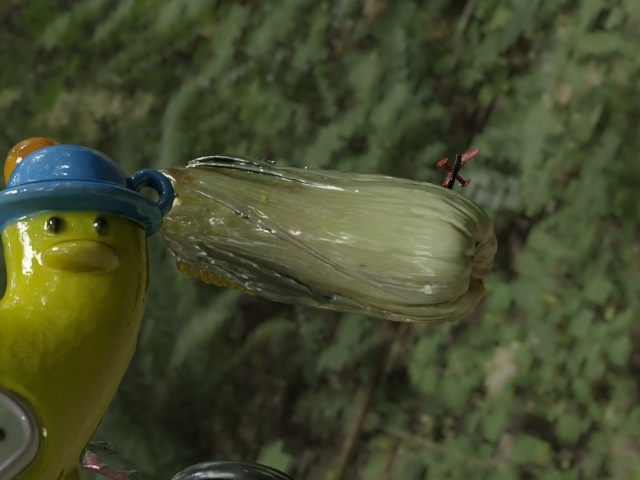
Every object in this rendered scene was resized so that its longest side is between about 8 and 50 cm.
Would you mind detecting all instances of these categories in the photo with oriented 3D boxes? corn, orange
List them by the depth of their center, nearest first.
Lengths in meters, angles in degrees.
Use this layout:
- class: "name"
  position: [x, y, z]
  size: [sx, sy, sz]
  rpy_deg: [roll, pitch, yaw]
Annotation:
- class: "corn"
  position: [-0.001, -0.003, 1.633]
  size: [0.122, 0.305, 0.123]
  rpy_deg: [0, -83, -70]
- class: "orange"
  position: [-0.294, -0.068, 1.989]
  size: [0.083, 0.083, 0.083]
  rpy_deg: [-159, 90, -79]

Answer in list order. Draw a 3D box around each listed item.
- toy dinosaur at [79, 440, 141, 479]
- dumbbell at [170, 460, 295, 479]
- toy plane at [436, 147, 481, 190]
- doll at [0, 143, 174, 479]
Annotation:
- class: "toy dinosaur"
  position: [-0.270, 0.233, 1.882]
  size: [0.242, 0.167, 0.053]
  rpy_deg: [-53, -18, -73]
- class: "dumbbell"
  position: [-0.100, 0.356, 2.028]
  size: [0.192, 0.192, 0.290]
  rpy_deg: [-58, 9, 44]
- class: "toy plane"
  position: [0.121, -0.042, 1.962]
  size: [0.145, 0.037, 0.060]
  rpy_deg: [-56, 16, -28]
- class: "doll"
  position: [-0.205, 0.090, 1.169]
  size: [0.363, 0.199, 0.145]
  rpy_deg: [-51, 2, -24]
